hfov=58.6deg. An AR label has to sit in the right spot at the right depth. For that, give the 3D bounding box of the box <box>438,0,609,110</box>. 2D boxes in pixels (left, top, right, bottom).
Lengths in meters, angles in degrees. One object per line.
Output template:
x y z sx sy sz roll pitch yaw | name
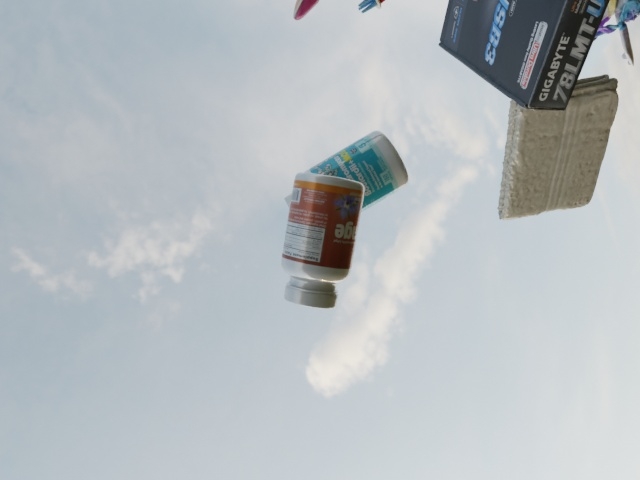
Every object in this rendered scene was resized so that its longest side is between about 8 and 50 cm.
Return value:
0.281 -0.369 0.780 0.073 0.293 0.295 -1 -54 -15 | box

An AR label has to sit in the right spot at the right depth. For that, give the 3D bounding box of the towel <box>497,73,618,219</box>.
0.426 -0.161 1.045 0.049 0.187 0.282 -103 4 -48 | towel

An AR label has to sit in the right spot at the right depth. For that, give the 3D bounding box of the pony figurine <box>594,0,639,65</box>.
0.938 -0.738 1.776 0.351 0.363 0.302 -10 -116 -50 | pony figurine

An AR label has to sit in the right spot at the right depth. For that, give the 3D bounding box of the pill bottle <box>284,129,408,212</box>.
0.053 -0.123 1.281 0.264 0.146 0.146 -31 -63 1 | pill bottle

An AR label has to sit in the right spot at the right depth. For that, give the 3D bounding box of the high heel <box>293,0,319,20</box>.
0.037 -0.594 1.319 0.117 0.082 0.244 31 -90 -24 | high heel

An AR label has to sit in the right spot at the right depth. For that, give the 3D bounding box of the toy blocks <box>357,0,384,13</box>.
0.160 -0.613 1.388 0.148 0.123 0.054 -34 -83 2 | toy blocks

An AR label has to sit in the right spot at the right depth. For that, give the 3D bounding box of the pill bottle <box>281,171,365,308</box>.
0.000 0.000 0.963 0.121 0.121 0.216 5 -84 -47 | pill bottle
